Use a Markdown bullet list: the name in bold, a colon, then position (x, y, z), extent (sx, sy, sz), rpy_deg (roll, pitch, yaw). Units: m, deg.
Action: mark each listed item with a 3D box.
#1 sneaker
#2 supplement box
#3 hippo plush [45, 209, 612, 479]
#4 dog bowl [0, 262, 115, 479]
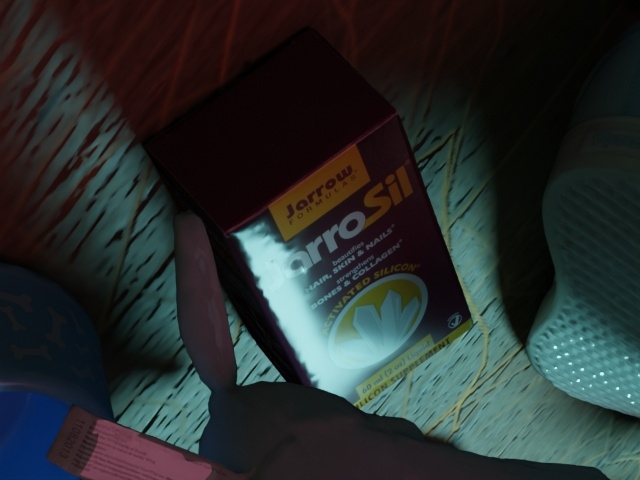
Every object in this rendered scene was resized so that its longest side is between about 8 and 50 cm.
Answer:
- **sneaker**: position (0.211, -0.005, 0.941), extent (0.366, 0.135, 0.150), rpy_deg (81, 32, -63)
- **supplement box**: position (0.000, 0.000, 0.794), extent (0.104, 0.081, 0.188), rpy_deg (-36, 141, -9)
- **hippo plush**: position (-0.019, 0.188, 0.742), extent (0.234, 0.294, 0.236), rpy_deg (-63, -172, -28)
- **dog bowl**: position (-0.210, 0.148, 0.740), extent (0.166, 0.074, 0.297), rpy_deg (28, 105, -42)
